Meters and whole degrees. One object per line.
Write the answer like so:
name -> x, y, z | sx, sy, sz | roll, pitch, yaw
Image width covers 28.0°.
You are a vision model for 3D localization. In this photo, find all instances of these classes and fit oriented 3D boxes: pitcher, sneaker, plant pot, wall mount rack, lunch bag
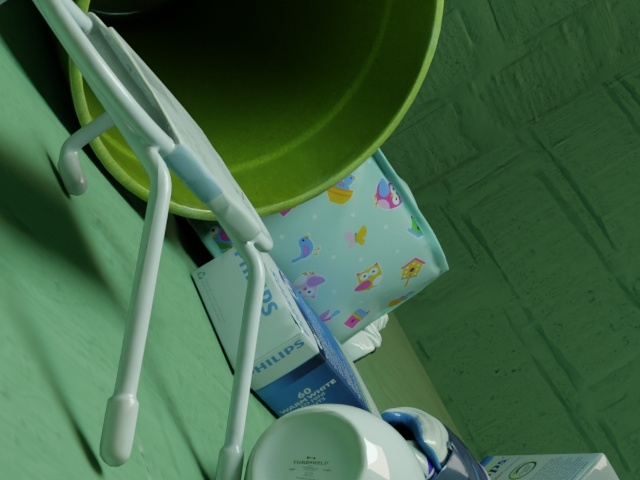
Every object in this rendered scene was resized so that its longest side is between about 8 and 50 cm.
pitcher -> 0.048, 0.199, 0.919 | 0.207, 0.177, 0.126 | 58, 34, -52
sneaker -> 0.024, 0.100, 1.793 | 0.118, 0.110, 0.292 | 58, 3, -3
plant pot -> -0.127, -0.262, 1.260 | 0.353, 0.366, 0.366 | 46, -7, 47
sneaker -> 0.151, 0.346, 1.563 | 0.236, 0.130, 0.323 | 43, 18, -39
wall mount rack -> -0.115, -0.002, 0.829 | 0.304, 0.130, 0.350 | 57, 3, 21
lunch bag -> 0.000, 0.000, 1.404 | 0.262, 0.223, 0.160 | 57, -3, -35

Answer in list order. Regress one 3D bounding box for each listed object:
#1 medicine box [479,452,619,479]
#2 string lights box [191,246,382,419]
medicine box -> 0.354, 0.469, 1.926 | 0.263, 0.149, 0.289 | 58, -30, -8
string lights box -> -0.023, 0.122, 1.293 | 0.260, 0.076, 0.133 | 54, 6, -50
